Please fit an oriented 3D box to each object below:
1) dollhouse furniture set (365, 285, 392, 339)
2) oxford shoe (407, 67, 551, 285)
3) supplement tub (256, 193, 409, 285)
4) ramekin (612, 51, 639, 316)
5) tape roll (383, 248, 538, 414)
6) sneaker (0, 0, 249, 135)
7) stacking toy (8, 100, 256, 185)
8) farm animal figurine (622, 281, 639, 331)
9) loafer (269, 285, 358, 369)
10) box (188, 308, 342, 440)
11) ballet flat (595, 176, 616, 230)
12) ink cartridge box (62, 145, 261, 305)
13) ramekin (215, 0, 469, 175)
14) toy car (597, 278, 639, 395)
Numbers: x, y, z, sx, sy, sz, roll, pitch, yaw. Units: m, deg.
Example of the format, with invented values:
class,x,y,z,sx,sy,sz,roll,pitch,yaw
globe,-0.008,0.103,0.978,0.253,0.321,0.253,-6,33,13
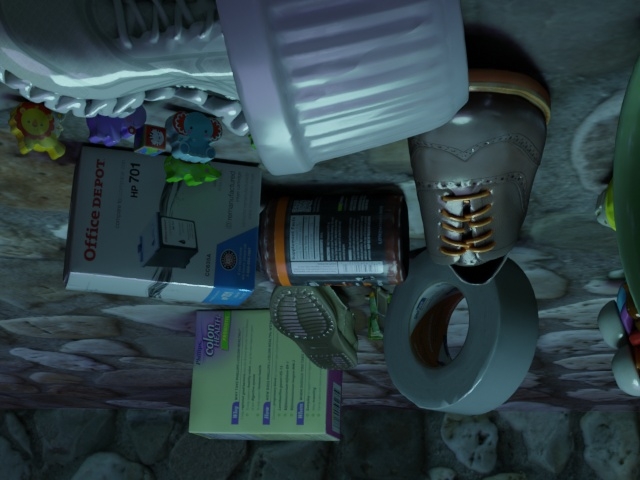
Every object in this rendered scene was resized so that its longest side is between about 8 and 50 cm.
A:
class,x,y,z,sx,sy,sz,roll,pitch,yaw
dollhouse furniture set,0.085,0.120,1.781,0.059,0.076,0.152,-4,165,19
oxford shoe,0.145,-0.050,1.028,0.130,0.132,0.363,-1,164,13
supplement tub,0.000,0.000,1.291,0.198,0.106,0.106,0,165,10
ramekin,0.341,-0.039,0.757,0.148,0.303,0.303,-1,167,-18
tape roll,0.178,0.115,1.473,0.072,0.219,0.219,15,160,-36
sneaker,-0.100,-0.145,0.791,0.292,0.110,0.118,3,160,-38
stacking toy,-0.150,-0.104,1.038,0.221,0.052,0.167,10,165,-35
farm animal figurine,0.543,0.089,1.339,0.330,0.172,0.327,-5,163,-38
loafer,-0.007,0.111,1.743,0.102,0.092,0.268,-4,148,15
box,-0.090,0.233,1.954,0.243,0.213,0.117,-2,164,13
ballet flat,0.341,-0.029,1.217,0.077,0.077,0.231,11,176,38
ink cartridge box,-0.165,-0.013,1.190,0.191,0.139,0.082,6,165,-16
ramekin,0.011,-0.143,0.588,0.109,0.207,0.207,-9,164,5
toy car,0.468,0.119,1.570,0.159,0.182,0.136,-21,141,17
